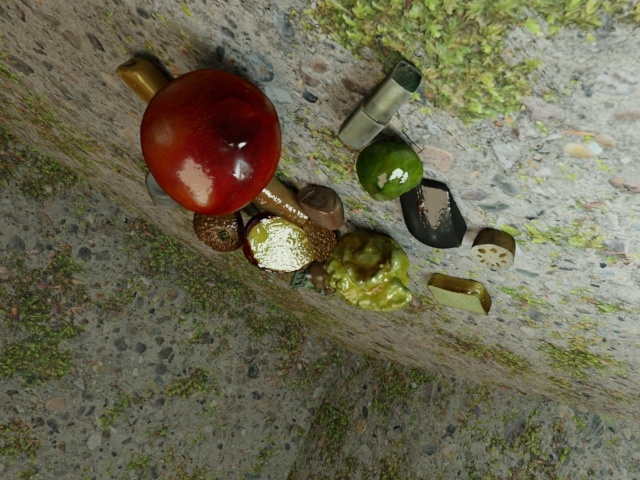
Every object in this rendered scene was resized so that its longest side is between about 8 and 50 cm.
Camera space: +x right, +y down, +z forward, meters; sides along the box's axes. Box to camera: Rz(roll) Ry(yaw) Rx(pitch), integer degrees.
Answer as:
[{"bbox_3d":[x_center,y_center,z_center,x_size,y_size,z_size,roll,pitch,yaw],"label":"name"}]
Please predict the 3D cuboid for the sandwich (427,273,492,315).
[{"bbox_3d":[0.533,0.207,1.628,0.215,0.065,0.186,10,152,41],"label":"sandwich"}]

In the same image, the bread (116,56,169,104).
[{"bbox_3d":[-0.520,-0.480,1.290,0.134,0.085,0.173,17,158,36],"label":"bread"}]

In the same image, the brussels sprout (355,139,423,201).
[{"bbox_3d":[0.170,-0.179,1.074,0.162,0.143,0.180,-3,152,-17],"label":"brussels sprout"}]

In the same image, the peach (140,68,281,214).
[{"bbox_3d":[-0.275,-0.263,1.128,0.389,0.388,0.388,24,159,10],"label":"peach"}]

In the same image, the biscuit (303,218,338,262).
[{"bbox_3d":[0.008,-0.010,1.714,0.126,0.025,0.206,-18,116,8],"label":"biscuit"}]

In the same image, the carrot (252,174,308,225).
[{"bbox_3d":[-0.171,-0.163,1.544,0.302,0.138,0.139,36,158,-21],"label":"carrot"}]

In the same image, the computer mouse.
[{"bbox_3d":[0.319,-0.060,1.232,0.168,0.087,0.295,14,153,40],"label":"computer mouse"}]

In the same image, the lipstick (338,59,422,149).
[{"bbox_3d":[0.126,-0.292,0.938,0.078,0.078,0.253,32,160,-12],"label":"lipstick"}]

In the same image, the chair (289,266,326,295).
[{"bbox_3d":[-0.015,0.176,1.991,0.147,0.136,0.270,23,-174,16],"label":"chair"}]

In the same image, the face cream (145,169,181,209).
[{"bbox_3d":[-0.698,-0.247,1.929,0.177,0.177,0.153,29,159,-3],"label":"face cream"}]

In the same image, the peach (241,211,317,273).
[{"bbox_3d":[-0.164,0.004,1.815,0.362,0.257,0.201,6,-170,-12],"label":"peach"}]

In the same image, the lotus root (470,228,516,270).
[{"bbox_3d":[0.499,0.022,1.213,0.122,0.081,0.112,17,155,28],"label":"lotus root"}]

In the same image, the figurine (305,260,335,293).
[{"bbox_3d":[0.056,0.126,1.827,0.247,0.177,0.173,-5,136,35],"label":"figurine"}]

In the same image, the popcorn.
[{"bbox_3d":[0.183,0.112,1.539,0.336,0.279,0.274,12,111,14],"label":"popcorn"}]

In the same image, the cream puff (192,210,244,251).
[{"bbox_3d":[-0.454,-0.079,1.871,0.303,0.212,0.302,159,90,-79],"label":"cream puff"}]

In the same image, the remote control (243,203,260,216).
[{"bbox_3d":[-0.326,-0.147,1.906,0.074,0.032,0.122,13,154,35],"label":"remote control"}]

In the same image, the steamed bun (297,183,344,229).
[{"bbox_3d":[0.008,-0.117,1.472,0.175,0.106,0.144,28,162,30],"label":"steamed bun"}]
